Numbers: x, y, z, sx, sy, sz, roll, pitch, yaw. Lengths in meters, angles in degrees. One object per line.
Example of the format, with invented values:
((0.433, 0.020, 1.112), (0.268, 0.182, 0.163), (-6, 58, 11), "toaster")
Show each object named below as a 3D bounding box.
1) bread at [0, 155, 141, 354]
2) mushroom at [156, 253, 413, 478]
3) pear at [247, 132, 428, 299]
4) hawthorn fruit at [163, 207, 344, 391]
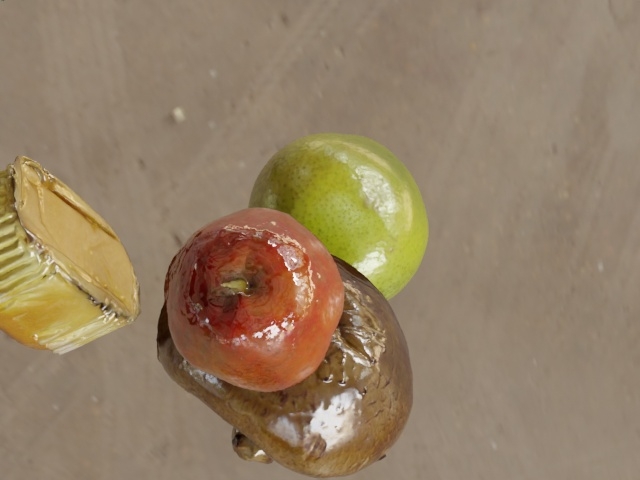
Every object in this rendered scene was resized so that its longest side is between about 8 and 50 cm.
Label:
((-0.256, 0.018, 1.613), (0.114, 0.190, 0.132), (-24, 45, 17), "bread")
((-0.022, 0.085, 1.498), (0.231, 0.138, 0.194), (30, 67, 7), "mushroom")
((0.000, 0.000, 1.713), (0.216, 0.166, 0.180), (-48, 109, -16), "pear")
((-0.041, 0.036, 1.199), (0.125, 0.140, 0.125), (9, 57, -14), "hawthorn fruit")
